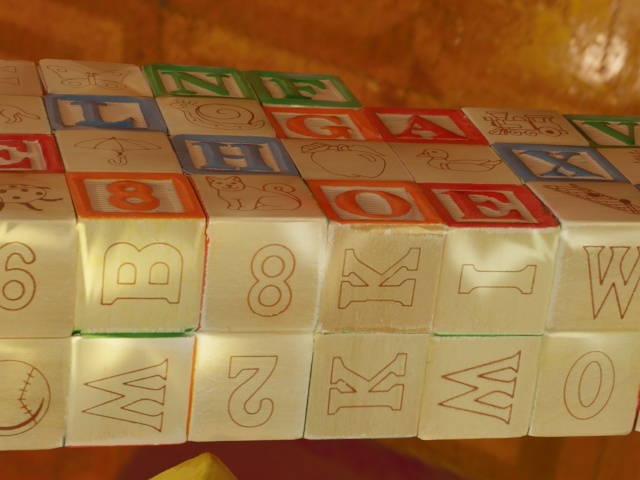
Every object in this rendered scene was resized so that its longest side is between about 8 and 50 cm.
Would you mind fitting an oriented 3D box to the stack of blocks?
[{"bbox_3d":[0.000,0.000,0.721,0.297,0.171,0.087,1,113,-14],"label":"stack of blocks"}]

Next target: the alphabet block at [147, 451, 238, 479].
[{"bbox_3d":[-0.075,0.244,0.790,0.192,0.193,0.197,-30,113,28],"label":"alphabet block"}]
